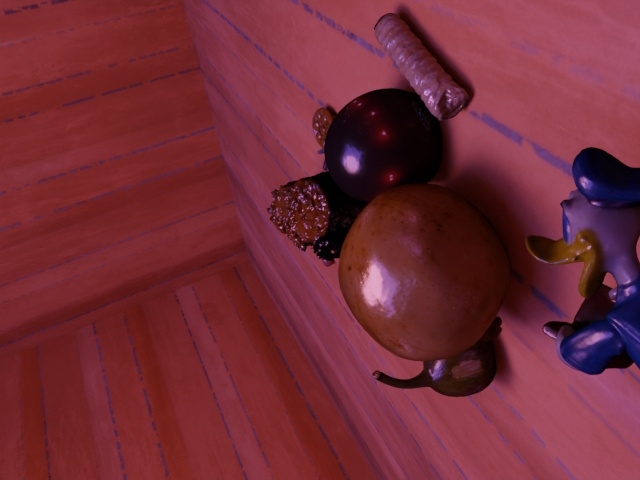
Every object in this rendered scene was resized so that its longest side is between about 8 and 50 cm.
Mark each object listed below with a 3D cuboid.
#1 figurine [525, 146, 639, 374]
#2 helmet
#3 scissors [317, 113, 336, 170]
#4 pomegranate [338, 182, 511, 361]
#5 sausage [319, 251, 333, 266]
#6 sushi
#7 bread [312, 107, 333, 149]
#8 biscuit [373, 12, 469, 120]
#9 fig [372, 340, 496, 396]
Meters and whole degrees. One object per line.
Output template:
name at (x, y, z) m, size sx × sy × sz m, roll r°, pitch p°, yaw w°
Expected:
figurine at (0.331, 0.061, 0.484) m, size 0.283 × 0.205 × 0.338 m, roll -73°, pitch -41°, yaw -87°
helmet at (0.108, -0.167, 0.877) m, size 0.216 × 0.193 × 0.189 m, roll -32°, pitch 78°, yaw 30°
scissors at (0.029, -0.239, 1.288) m, size 0.133 × 0.020 × 0.187 m, roll 69°, pitch 161°, yaw 4°
pomegranate at (0.160, 0.047, 0.811) m, size 0.307 × 0.308 × 0.307 m, roll 57°, pitch 161°, yaw 33°
sausage at (0.000, 0.000, 1.659) m, size 0.043 × 0.043 × 0.186 m, roll 13°, pitch 123°, yaw 70°
sushi at (0.010, -0.064, 1.263) m, size 0.348 × 0.208 × 0.234 m, roll -8°, pitch 100°, yaw 68°
bread at (0.010, -0.277, 1.235) m, size 0.110 × 0.025 × 0.110 m, roll 52°, pitch 153°, yaw 41°
biscuit at (0.153, -0.283, 0.780) m, size 0.061 × 0.055 × 0.219 m, roll -48°, pitch 61°, yaw 39°
fig at (0.216, 0.242, 0.929) m, size 0.149 × 0.245 × 0.149 m, roll 165°, pitch 90°, yaw -70°
